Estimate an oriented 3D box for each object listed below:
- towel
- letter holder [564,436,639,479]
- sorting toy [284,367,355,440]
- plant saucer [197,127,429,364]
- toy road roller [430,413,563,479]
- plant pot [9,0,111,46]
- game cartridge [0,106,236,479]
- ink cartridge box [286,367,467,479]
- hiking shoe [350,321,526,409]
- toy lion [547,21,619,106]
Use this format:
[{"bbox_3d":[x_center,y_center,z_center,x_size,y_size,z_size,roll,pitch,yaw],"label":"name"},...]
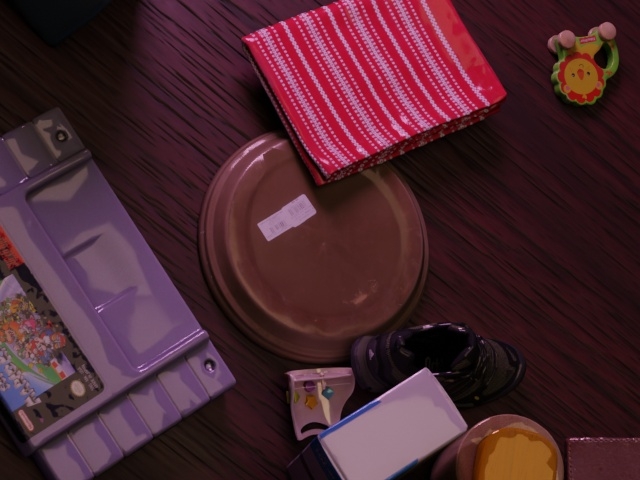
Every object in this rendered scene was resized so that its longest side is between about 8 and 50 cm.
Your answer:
[{"bbox_3d":[0.066,-0.194,1.775,0.275,0.031,0.199,-24,80,-27],"label":"towel"},{"bbox_3d":[0.366,0.364,1.609,0.214,0.152,0.302,-1,76,10],"label":"letter holder"},{"bbox_3d":[-0.006,0.178,1.676,0.083,0.045,0.075,-2,90,-33],"label":"sorting toy"},{"bbox_3d":[0.000,0.000,1.727,0.278,0.041,0.278,5,75,-19],"label":"plant saucer"},{"bbox_3d":[0.100,0.333,1.592,0.240,0.202,0.329,15,71,-4],"label":"toy road roller"},{"bbox_3d":[-0.239,-0.336,1.601,0.166,0.234,0.165,49,64,-17],"label":"plant pot"},{"bbox_3d":[-0.274,0.062,1.596,0.230,0.068,0.355,-33,89,-29],"label":"game cartridge"},{"bbox_3d":[0.054,0.218,1.595,0.139,0.190,0.082,-30,81,-19],"label":"ink cartridge box"},{"bbox_3d":[0.151,0.137,1.695,0.227,0.114,0.086,4,74,-32],"label":"hiking shoe"},{"bbox_3d":[0.330,-0.216,1.918,0.100,0.034,0.096,-15,88,-24],"label":"toy lion"}]
